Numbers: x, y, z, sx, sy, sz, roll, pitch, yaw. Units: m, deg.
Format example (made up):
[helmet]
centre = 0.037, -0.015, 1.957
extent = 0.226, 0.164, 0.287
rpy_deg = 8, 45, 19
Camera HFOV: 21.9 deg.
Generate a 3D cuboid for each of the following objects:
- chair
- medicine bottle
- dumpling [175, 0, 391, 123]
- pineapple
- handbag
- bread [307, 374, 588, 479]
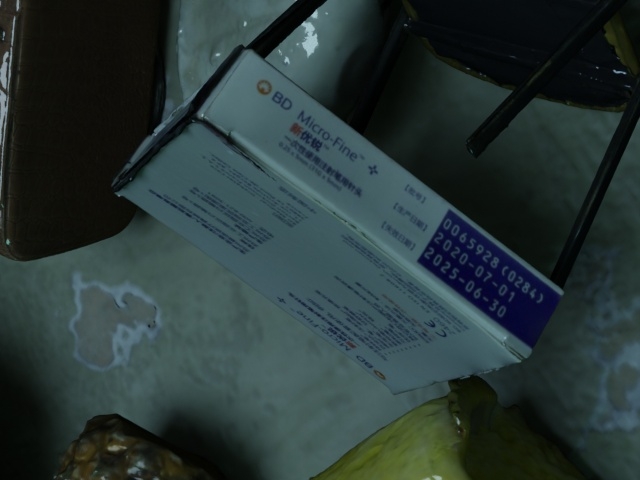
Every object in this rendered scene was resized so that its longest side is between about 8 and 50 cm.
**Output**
[chair]
centre = 0.091, -0.122, 0.855
extent = 0.159, 0.172, 0.247
rpy_deg = 19, 64, 34
[medicine bottle]
centre = 0.000, 0.000, 0.838
extent = 0.201, 0.052, 0.171
rpy_deg = 36, 159, -9
[dumpling]
centre = -0.020, -0.137, 0.967
extent = 0.150, 0.092, 0.176
rpy_deg = 41, 121, 28
[pineapple]
centre = -0.149, 0.239, 1.050
extent = 0.128, 0.128, 0.248
rpy_deg = 24, 86, 32
[handbag]
centre = -0.170, -0.089, 1.050
extent = 0.072, 0.151, 0.193
rpy_deg = 12, 101, 32
[bread]
centre = 0.070, 0.180, 0.896
extent = 0.170, 0.197, 0.197
rpy_deg = -45, 69, 19
